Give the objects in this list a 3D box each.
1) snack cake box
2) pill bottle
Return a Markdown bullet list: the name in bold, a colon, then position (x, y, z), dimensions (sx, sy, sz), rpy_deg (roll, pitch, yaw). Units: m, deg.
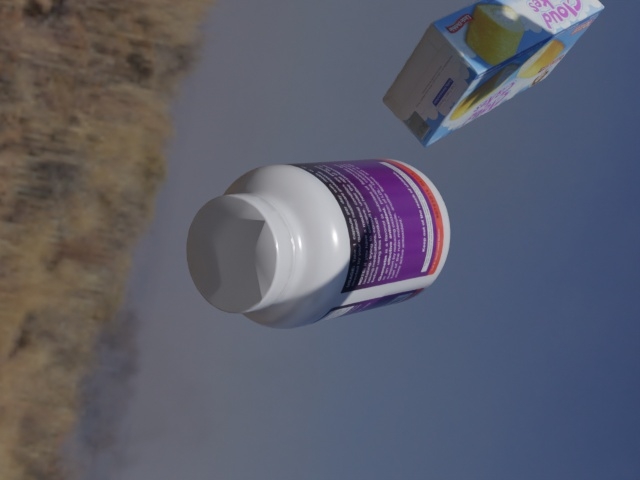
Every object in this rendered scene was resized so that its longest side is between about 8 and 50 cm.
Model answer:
- **snack cake box**: position (0.218, -0.236, 1.469), dimensions (0.264, 0.089, 0.152), rpy_deg (-31, 164, -36)
- **pill bottle**: position (0.000, 0.000, 1.327), dimensions (0.323, 0.181, 0.181), rpy_deg (-8, 114, -54)
